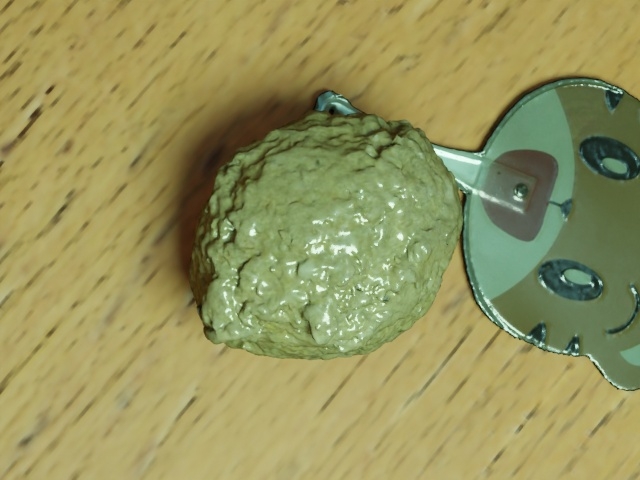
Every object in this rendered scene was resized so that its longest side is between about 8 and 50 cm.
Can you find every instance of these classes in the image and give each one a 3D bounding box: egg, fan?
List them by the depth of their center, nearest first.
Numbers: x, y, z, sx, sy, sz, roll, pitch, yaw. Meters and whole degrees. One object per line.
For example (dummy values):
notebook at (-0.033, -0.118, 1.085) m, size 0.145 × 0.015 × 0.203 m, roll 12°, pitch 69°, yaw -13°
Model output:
egg at (0.000, 0.000, 0.920) m, size 0.140 × 0.118 × 0.116 m, roll -35°, pitch 107°, yaw -4°
fan at (0.100, -0.024, 0.996) m, size 0.226 × 0.008 × 0.153 m, roll 21°, pitch 81°, yaw -8°
